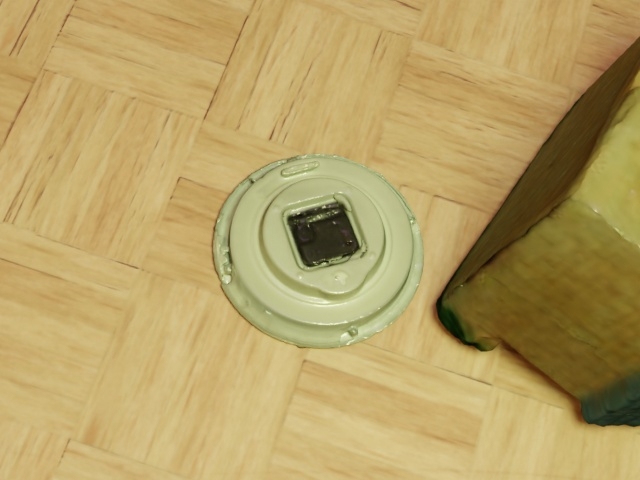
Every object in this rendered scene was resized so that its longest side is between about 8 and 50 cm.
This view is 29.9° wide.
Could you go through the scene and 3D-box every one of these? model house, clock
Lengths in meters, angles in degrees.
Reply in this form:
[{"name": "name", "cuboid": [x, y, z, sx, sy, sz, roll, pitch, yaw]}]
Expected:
[{"name": "model house", "cuboid": [0.386, 0.000, 1.230, 0.342, 0.334, 0.382, 37, 61, 0]}, {"name": "clock", "cuboid": [0.000, 0.000, 1.310, 0.236, 0.053, 0.236, 3, 63, -6]}]
